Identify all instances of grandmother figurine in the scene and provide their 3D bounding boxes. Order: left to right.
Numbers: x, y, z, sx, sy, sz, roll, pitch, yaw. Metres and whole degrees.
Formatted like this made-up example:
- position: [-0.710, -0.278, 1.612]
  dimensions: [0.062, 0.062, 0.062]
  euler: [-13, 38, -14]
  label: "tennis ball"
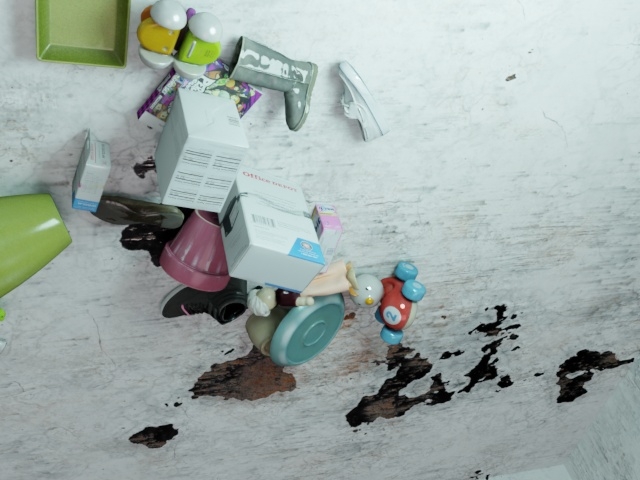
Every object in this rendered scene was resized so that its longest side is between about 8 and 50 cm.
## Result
- position: [-0.060, 0.149, 2.178]
  dimensions: [0.343, 0.208, 0.104]
  euler: [-16, 97, 1]
  label: "grandmother figurine"

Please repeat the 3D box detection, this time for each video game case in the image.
- position: [-0.291, -0.333, 1.726]
  dimensions: [0.210, 0.041, 0.232]
  euler: [27, 119, -39]
  label: "video game case"

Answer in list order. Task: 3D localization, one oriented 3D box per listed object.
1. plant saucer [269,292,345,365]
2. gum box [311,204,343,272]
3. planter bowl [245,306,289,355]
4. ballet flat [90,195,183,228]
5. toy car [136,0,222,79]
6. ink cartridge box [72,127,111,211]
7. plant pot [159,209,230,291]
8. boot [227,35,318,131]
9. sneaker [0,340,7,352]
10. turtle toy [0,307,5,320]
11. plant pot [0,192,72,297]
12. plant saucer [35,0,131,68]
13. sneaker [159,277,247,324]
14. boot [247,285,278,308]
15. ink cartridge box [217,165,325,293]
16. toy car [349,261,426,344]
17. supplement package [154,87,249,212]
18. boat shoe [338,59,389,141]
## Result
- position: [-0.029, 0.294, 2.331]
  dimensions: [0.318, 0.044, 0.317]
  euler: [-33, 144, -27]
  label: "plant saucer"
- position: [0.000, 0.000, 2.105]
  dimensions: [0.062, 0.107, 0.188]
  euler: [3, 132, -21]
  label: "gum box"
- position: [-0.159, 0.311, 2.355]
  dimensions: [0.162, 0.109, 0.162]
  euler: [-10, 135, -10]
  label: "planter bowl"
- position: [-0.489, -0.082, 1.902]
  dimensions: [0.250, 0.058, 0.084]
  euler: [7, 135, -18]
  label: "ballet flat"
- position: [-0.303, -0.450, 1.542]
  dimensions: [0.182, 0.136, 0.159]
  euler: [13, 138, -24]
  label: "toy car"
- position: [-0.558, -0.172, 1.746]
  dimensions: [0.062, 0.104, 0.181]
  euler: [10, 129, -28]
  label: "ink cartridge box"
- position: [-0.319, 0.013, 1.964]
  dimensions: [0.201, 0.201, 0.180]
  euler: [15, 111, -30]
  label: "plant pot"
- position: [-0.120, -0.369, 1.697]
  dimensions: [0.209, 0.076, 0.189]
  euler: [6, 101, -36]
  label: "boot"
- position: [-0.987, 0.334, 2.150]
  dimensions: [0.044, 0.040, 0.109]
  euler: [31, 115, -20]
  label: "sneaker"
- position: [-0.946, 0.188, 1.994]
  dimensions: [0.130, 0.066, 0.095]
  euler: [26, 121, -36]
  label: "turtle toy"
- position: [-0.782, 0.000, 1.758]
  dimensions: [0.294, 0.275, 0.274]
  euler: [-26, 138, -17]
  label: "plant pot"
- position: [-0.506, -0.467, 1.518]
  dimensions: [0.188, 0.045, 0.188]
  euler: [0, 133, -20]
  label: "plant saucer"
- position: [-0.350, 0.198, 2.151]
  dimensions: [0.296, 0.146, 0.104]
  euler: [-23, 138, 6]
  label: "sneaker"
- position: [-0.194, 0.196, 2.279]
  dimensions: [0.121, 0.045, 0.099]
  euler: [-39, 136, 19]
  label: "boot"
- position: [-0.140, -0.033, 1.883]
  dimensions: [0.223, 0.307, 0.129]
  euler: [16, 128, -31]
  label: "ink cartridge box"
- position: [0.179, 0.183, 2.296]
  dimensions: [0.238, 0.210, 0.219]
  euler: [15, 117, -15]
  label: "toy car"
- position: [-0.285, -0.210, 1.677]
  dimensions: [0.149, 0.194, 0.203]
  euler: [9, 131, -27]
  label: "supplement package"
- position: [0.095, -0.343, 1.812]
  dimensions: [0.084, 0.095, 0.258]
  euler: [-32, 134, 7]
  label: "boat shoe"
